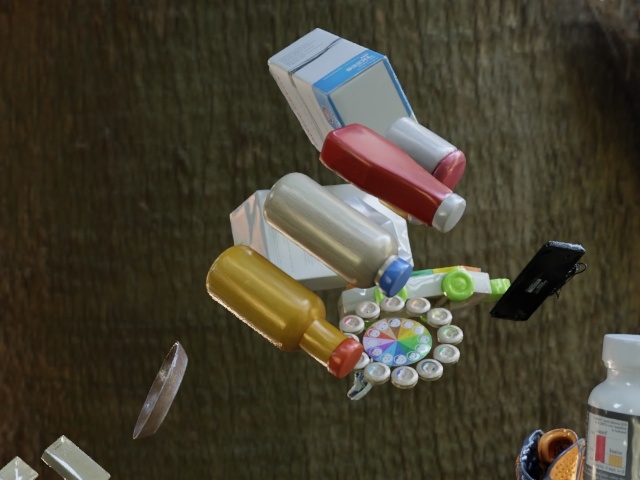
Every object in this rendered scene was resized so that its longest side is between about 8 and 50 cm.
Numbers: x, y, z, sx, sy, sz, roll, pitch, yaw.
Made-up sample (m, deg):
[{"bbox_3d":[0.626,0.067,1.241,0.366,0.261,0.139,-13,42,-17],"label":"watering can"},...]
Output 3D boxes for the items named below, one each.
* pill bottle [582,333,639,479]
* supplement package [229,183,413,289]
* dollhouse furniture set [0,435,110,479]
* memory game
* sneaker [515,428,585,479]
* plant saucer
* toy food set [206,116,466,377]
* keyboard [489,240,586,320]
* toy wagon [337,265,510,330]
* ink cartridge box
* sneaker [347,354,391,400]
[{"bbox_3d":[0.405,0.259,1.101,0.162,0.278,0.162,4,-1,0],"label":"pill bottle"},{"bbox_3d":[0.000,0.000,1.736,0.293,0.177,0.175,-5,-12,-24],"label":"supplement package"},{"bbox_3d":[-0.488,0.446,1.588,0.144,0.123,0.151,39,34,5],"label":"dollhouse furniture set"},{"bbox_3d":[0.111,0.140,1.294,0.186,0.012,0.186,-3,38,2],"label":"memory game"},{"bbox_3d":[0.434,0.401,1.506,0.125,0.180,0.321,-1,-2,43],"label":"sneaker"},{"bbox_3d":[-0.254,0.245,1.456,0.029,0.168,0.168,26,5,-10],"label":"plant saucer"},{"bbox_3d":[0.045,-0.007,0.605,0.104,0.111,0.232,36,33,22],"label":"toy food set"},{"bbox_3d":[0.358,0.063,1.483,0.100,0.192,0.038,12,45,-19],"label":"keyboard"},{"bbox_3d":[0.207,0.103,1.663,0.344,0.068,0.267,-8,-13,-6],"label":"toy wagon"},{"bbox_3d":[0.050,-0.244,1.663,0.129,0.223,0.307,-35,31,-7],"label":"ink cartridge box"},{"bbox_3d":[0.086,0.241,1.688,0.058,0.135,0.052,38,26,1],"label":"sneaker"}]
